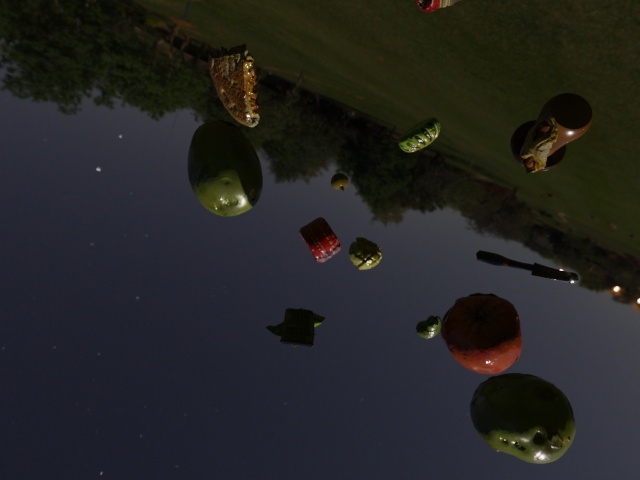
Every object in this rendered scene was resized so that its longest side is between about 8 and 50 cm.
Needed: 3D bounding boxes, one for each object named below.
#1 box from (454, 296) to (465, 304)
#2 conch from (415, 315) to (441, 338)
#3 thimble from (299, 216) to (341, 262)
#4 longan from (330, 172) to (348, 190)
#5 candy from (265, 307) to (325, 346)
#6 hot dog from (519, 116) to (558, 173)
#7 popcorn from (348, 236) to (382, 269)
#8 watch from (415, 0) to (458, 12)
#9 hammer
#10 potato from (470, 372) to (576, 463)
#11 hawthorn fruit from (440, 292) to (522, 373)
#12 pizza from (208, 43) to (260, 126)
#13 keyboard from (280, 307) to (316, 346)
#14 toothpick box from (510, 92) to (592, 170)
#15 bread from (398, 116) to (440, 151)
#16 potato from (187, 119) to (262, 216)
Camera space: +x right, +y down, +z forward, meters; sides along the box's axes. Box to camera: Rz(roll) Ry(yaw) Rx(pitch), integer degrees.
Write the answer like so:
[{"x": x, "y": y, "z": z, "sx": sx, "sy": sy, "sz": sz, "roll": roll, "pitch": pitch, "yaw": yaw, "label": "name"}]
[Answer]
[{"x": 0.645, "y": 0.277, "z": 1.998, "sx": 0.126, "sy": 0.031, "sz": 0.091, "roll": 17, "pitch": 160, "yaw": -2, "label": "box"}, {"x": 0.375, "y": 0.289, "z": 1.599, "sx": 0.074, "sy": 0.121, "sz": 0.089, "roll": 26, "pitch": -120, "yaw": 1, "label": "conch"}, {"x": -0.003, "y": -0.005, "z": 1.932, "sx": 0.163, "sy": 0.125, "sz": 0.189, "roll": 59, "pitch": 178, "yaw": -24, "label": "thimble"}, {"x": 0.081, "y": -0.238, "z": 1.929, "sx": 0.075, "sy": 0.075, "sz": 0.083, "roll": 10, "pitch": -125, "yaw": -43, "label": "longan"}, {"x": -0.094, "y": 0.346, "z": 1.887, "sx": 0.149, "sy": 0.069, "sz": 0.246, "roll": 22, "pitch": -149, "yaw": 27, "label": "candy"}, {"x": 0.572, "y": -0.244, "z": 1.239, "sx": 0.078, "sy": 0.168, "sz": 0.061, "roll": 27, "pitch": -136, "yaw": 28, "label": "hot dog"}, {"x": 0.162, "y": 0.051, "z": 1.700, "sx": 0.121, "sy": 0.106, "sz": 0.116, "roll": 5, "pitch": -137, "yaw": -3, "label": "popcorn"}, {"x": 0.447, "y": -0.881, "z": 1.621, "sx": 0.165, "sy": 0.102, "sz": 0.268, "roll": 31, "pitch": -124, "yaw": 34, "label": "watch"}, {"x": 0.568, "y": 0.071, "z": 1.347, "sx": 0.137, "sy": 0.037, "sz": 0.290, "roll": 12, "pitch": -176, "yaw": -35, "label": "hammer"}, {"x": 0.384, "y": 0.336, "z": 0.895, "sx": 0.186, "sy": 0.148, "sz": 0.253, "roll": -12, "pitch": 166, "yaw": 35, "label": "potato"}, {"x": 0.577, "y": 0.348, "z": 1.626, "sx": 0.307, "sy": 0.276, "sz": 0.276, "roll": 60, "pitch": 180, "yaw": -28, "label": "hawthorn fruit"}, {"x": -0.261, "y": -0.522, "z": 1.503, "sx": 0.081, "sy": 0.228, "sz": 0.289, "roll": -22, "pitch": -108, "yaw": -36, "label": "pizza"}, {"x": -0.055, "y": 0.221, "z": 1.215, "sx": 0.087, "sy": 0.017, "sz": 0.250, "roll": 5, "pitch": -171, "yaw": -2, "label": "keyboard"}, {"x": 0.771, "y": -0.360, "z": 1.575, "sx": 0.192, "sy": 0.192, "sz": 0.294, "roll": 28, "pitch": 167, "yaw": 8, "label": "toothpick box"}, {"x": 0.308, "y": -0.322, "z": 1.431, "sx": 0.071, "sy": 0.130, "sz": 0.139, "roll": 54, "pitch": -142, "yaw": -8, "label": "bread"}, {"x": -0.283, "y": -0.213, "z": 1.359, "sx": 0.216, "sy": 0.216, "sz": 0.304, "roll": 1, "pitch": -118, "yaw": -54, "label": "potato"}]
